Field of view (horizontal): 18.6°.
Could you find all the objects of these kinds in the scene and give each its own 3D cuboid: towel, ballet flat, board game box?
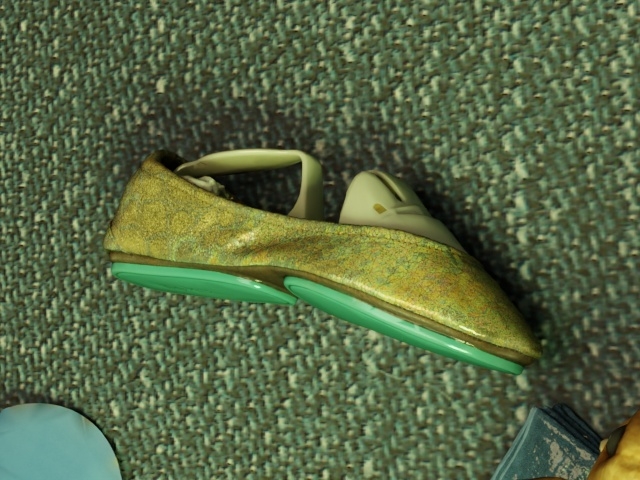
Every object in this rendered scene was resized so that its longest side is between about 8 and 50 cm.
[{"bbox_3d":[0.135,0.166,1.238,0.067,0.029,0.119,42,112,29],"label":"towel"},{"bbox_3d":[0.000,0.000,1.301,0.348,0.123,0.123,12,96,37],"label":"ballet flat"},{"bbox_3d":[-0.220,0.209,1.484,0.133,0.033,0.168,29,79,28],"label":"board game box"}]

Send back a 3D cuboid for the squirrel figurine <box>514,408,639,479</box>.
[{"bbox_3d":[0.233,0.258,0.979,0.397,0.281,0.370,37,131,14],"label":"squirrel figurine"}]
